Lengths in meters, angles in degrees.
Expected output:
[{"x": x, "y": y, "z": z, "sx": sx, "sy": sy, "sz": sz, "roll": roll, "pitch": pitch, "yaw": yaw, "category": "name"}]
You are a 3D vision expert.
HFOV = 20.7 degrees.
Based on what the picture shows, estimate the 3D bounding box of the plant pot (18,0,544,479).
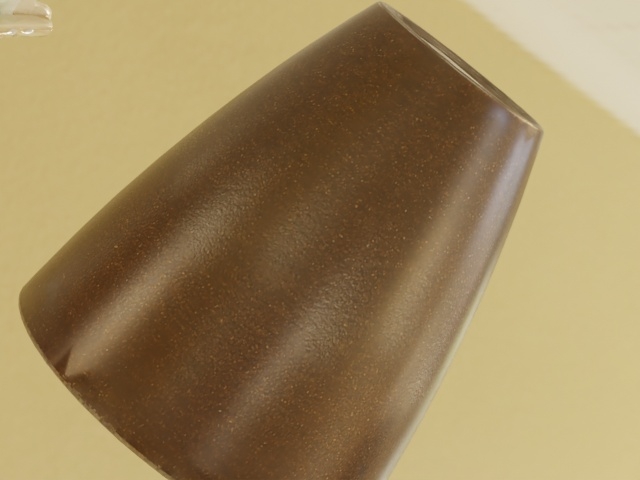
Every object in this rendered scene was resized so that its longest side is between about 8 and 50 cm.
[{"x": 0.000, "y": 0.000, "z": 0.893, "sx": 0.215, "sy": 0.230, "sz": 0.215, "roll": 36, "pitch": 10, "yaw": -8, "category": "plant pot"}]

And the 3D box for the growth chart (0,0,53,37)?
[{"x": -0.188, "y": -0.044, "z": 0.529, "sx": 0.172, "sy": 0.021, "sz": 0.237, "roll": 6, "pitch": -22, "yaw": -35, "category": "growth chart"}]
